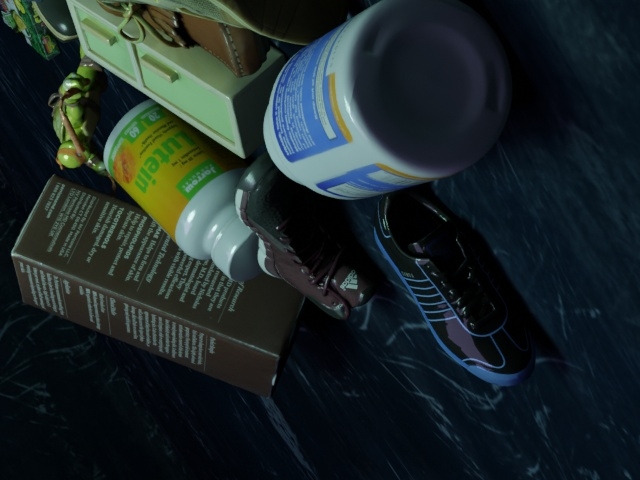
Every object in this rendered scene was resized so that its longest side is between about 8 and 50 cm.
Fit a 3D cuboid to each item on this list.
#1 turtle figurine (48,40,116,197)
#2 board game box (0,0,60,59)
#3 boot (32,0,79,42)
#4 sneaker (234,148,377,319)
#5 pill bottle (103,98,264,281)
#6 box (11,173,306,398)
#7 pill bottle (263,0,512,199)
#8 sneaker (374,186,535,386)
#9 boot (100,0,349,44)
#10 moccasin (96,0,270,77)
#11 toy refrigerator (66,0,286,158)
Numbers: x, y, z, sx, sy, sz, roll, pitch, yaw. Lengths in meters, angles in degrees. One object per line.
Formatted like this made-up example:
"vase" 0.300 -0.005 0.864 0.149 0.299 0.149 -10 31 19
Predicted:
"turtle figurine" -0.313 -0.172 1.939 0.087 0.217 0.269 4 153 10
"board game box" -0.474 -0.402 2.198 0.136 0.030 0.259 37 156 35
"boot" -0.331 -0.352 1.766 0.137 0.077 0.198 96 155 -74
"sneaker" 0.000 0.000 1.688 0.162 0.106 0.281 39 167 21
"pill bottle" -0.154 -0.062 1.858 0.246 0.136 0.136 44 159 26
"box" -0.213 0.065 1.976 0.381 0.143 0.191 23 157 3
"pill bottle" 0.043 -0.116 1.273 0.152 0.152 0.272 56 162 -8
"sneaker" 0.131 0.043 1.450 0.232 0.081 0.090 50 168 16
"boot" -0.122 -0.249 1.361 0.262 0.095 0.203 13 180 -28
"moccasin" -0.193 -0.286 1.542 0.380 0.147 0.139 44 159 26
"toy refrigerator" -0.162 -0.207 1.636 0.269 0.094 0.102 35 155 27
